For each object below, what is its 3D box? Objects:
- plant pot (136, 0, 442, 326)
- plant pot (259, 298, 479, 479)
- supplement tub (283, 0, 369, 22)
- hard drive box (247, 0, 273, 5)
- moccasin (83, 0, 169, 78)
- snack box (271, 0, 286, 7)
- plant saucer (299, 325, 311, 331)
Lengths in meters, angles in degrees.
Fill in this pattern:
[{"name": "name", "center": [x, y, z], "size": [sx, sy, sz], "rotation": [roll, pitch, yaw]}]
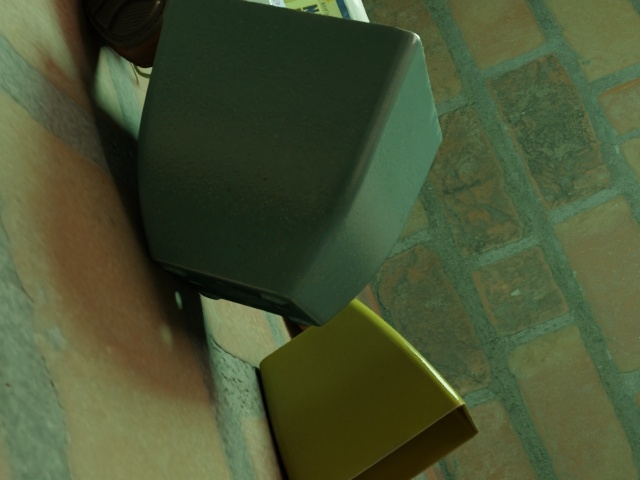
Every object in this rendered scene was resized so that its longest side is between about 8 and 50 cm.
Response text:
[{"name": "plant pot", "center": [-0.041, -0.059, 0.860], "size": [0.247, 0.247, 0.252], "rotation": [54, 52, -69]}, {"name": "plant pot", "center": [0.044, 0.200, 1.054], "size": [0.187, 0.212, 0.212], "rotation": [55, 0, 26]}, {"name": "supplement tub", "center": [-0.069, -0.459, 1.837], "size": [0.228, 0.316, 0.228], "rotation": [-23, 90, -84]}, {"name": "hard drive box", "center": [-0.124, -0.308, 1.523], "size": [0.181, 0.089, 0.232], "rotation": [12, -49, 57]}, {"name": "moccasin", "center": [-0.196, -0.287, 1.020], "size": [0.147, 0.139, 0.380], "rotation": [53, 3, -33]}, {"name": "snack box", "center": [-0.139, -0.402, 1.660], "size": [0.070, 0.174, 0.207], "rotation": [-17, 82, -47]}, {"name": "plant saucer", "center": [-0.012, 0.099, 1.426], "size": [0.200, 0.037, 0.200], "rotation": [47, 17, -20]}]
